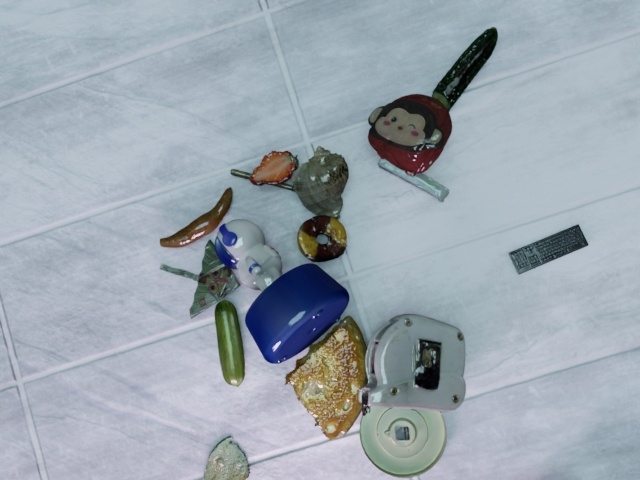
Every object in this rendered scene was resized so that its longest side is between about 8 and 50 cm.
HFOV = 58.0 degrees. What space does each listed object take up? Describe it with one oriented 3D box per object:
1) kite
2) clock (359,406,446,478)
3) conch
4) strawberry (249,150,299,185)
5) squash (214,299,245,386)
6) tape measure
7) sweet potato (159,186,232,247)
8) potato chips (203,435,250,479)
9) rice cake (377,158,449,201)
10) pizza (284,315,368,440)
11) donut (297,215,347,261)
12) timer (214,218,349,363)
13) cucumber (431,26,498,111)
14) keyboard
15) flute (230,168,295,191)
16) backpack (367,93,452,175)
[{"bbox_3d":[-0.340,0.105,1.614,0.250,0.012,0.229,11,77,15],"label":"kite"},{"bbox_3d":[0.220,0.515,1.547,0.234,0.029,0.235,0,86,5],"label":"clock"},{"bbox_3d":[0.004,-0.154,1.579,0.155,0.130,0.207,-5,110,16],"label":"conch"},{"bbox_3d":[-0.126,-0.195,1.604,0.152,0.048,0.104,-27,68,-4],"label":"strawberry"},{"bbox_3d":[-0.248,0.282,1.583,0.069,0.069,0.239,-9,85,4],"label":"squash"},{"bbox_3d":[0.240,0.322,1.479,0.258,0.130,0.265,6,81,-10],"label":"tape measure"},{"bbox_3d":[-0.332,-0.047,1.618,0.255,0.058,0.078,-39,64,-3],"label":"sweet potato"},{"bbox_3d":[-0.256,0.647,1.583,0.142,0.026,0.209,-11,83,7],"label":"potato chips"},{"bbox_3d":[0.257,-0.174,1.586,0.210,0.034,0.043,30,90,6],"label":"rice cake"},{"bbox_3d":[0.019,0.362,1.539,0.226,0.086,0.336,6,91,-1],"label":"pizza"},{"bbox_3d":[0.000,0.000,1.566,0.140,0.059,0.141,3,78,-16],"label":"donut"},{"bbox_3d":[-0.139,0.099,1.518,0.270,0.270,0.383,-43,70,1],"label":"timer"},{"bbox_3d":[0.396,-0.464,1.576,0.077,0.077,0.265,39,88,6],"label":"cucumber"},{"bbox_3d":[0.615,0.025,1.555,0.202,0.011,0.067,-23,84,3],"label":"keyboard"},{"bbox_3d":[-0.143,-0.165,1.624,0.233,0.027,0.027,15,88,6],"label":"flute"},{"bbox_3d":[0.249,-0.295,1.543,0.229,0.139,0.229,-5,60,8],"label":"backpack"}]
